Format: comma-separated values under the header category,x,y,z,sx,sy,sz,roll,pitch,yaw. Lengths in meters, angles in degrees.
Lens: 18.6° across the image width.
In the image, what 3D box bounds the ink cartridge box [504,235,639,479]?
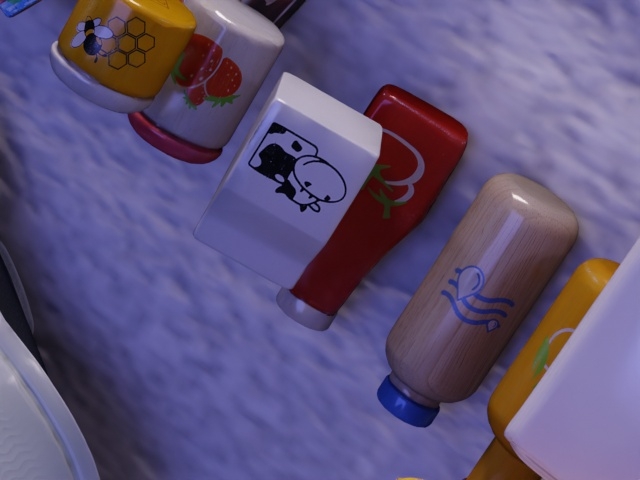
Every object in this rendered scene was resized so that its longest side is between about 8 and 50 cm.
category,x,y,z,sx,sy,sz,roll,pitch,yaw
ink cartridge box,0.181,-0.013,0.577,0.100,0.172,0.237,40,110,21

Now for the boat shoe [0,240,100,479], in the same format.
category,x,y,z,sx,sy,sz,roll,pitch,yaw
boat shoe,-0.182,0.025,0.821,0.114,0.091,0.302,-18,73,-16

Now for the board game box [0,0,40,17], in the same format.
category,x,y,z,sx,sy,sz,roll,pitch,yaw
board game box,-0.092,-0.187,0.764,0.170,0.048,0.141,-25,107,27

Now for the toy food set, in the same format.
category,x,y,z,sx,sy,sz,roll,pitch,yaw
toy food set,0.000,0.000,0.704,0.232,0.111,0.104,29,107,-7

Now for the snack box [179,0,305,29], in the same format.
category,x,y,z,sx,sy,sz,roll,pitch,yaw
snack box,0.006,-0.135,0.733,0.178,0.064,0.022,-45,69,22

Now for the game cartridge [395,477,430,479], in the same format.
category,x,y,z,sx,sy,sz,roll,pitch,yaw
game cartridge,0.140,0.218,0.577,0.285,0.052,0.323,12,131,28
